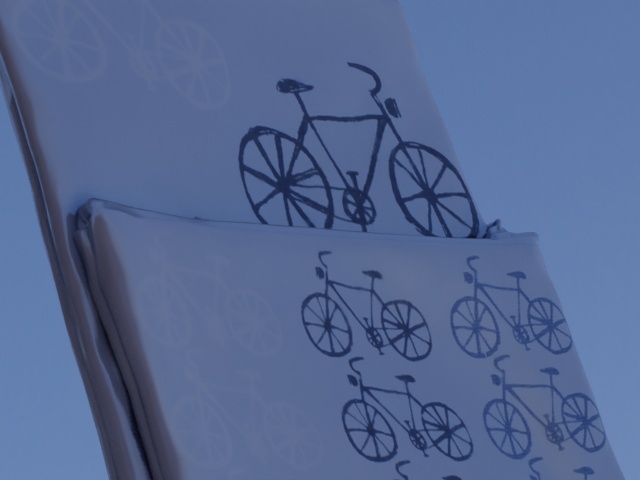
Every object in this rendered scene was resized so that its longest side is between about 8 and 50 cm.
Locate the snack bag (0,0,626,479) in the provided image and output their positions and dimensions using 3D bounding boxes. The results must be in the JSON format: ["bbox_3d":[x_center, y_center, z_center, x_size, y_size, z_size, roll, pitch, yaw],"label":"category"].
[{"bbox_3d":[0.000,0.000,0.877,0.037,0.323,0.342,-34,-114,34],"label":"snack bag"}]
